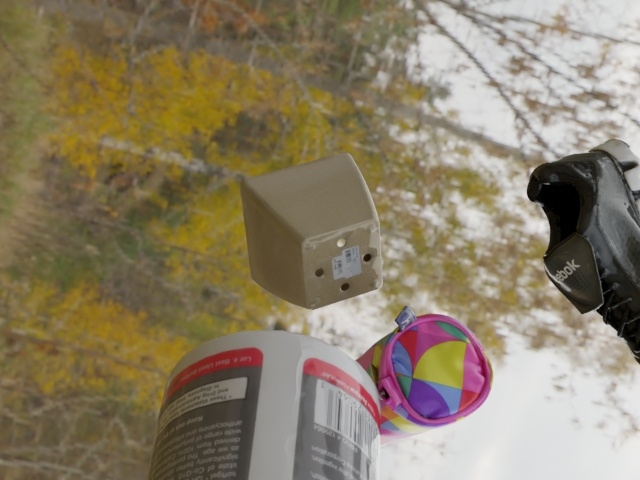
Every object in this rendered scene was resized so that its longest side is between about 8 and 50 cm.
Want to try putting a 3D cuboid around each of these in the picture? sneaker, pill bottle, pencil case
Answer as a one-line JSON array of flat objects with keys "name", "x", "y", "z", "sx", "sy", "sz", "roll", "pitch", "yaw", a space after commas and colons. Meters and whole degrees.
[{"name": "sneaker", "x": 0.218, "y": 0.031, "z": 0.823, "sx": 0.078, "sy": 0.106, "sz": 0.234, "roll": 122, "pitch": -44, "yaw": -53}, {"name": "pill bottle", "x": -0.047, "y": 0.233, "z": 0.785, "sx": 0.318, "sy": 0.176, "sz": 0.176, "roll": -85, "pitch": -166, "yaw": -47}, {"name": "pencil case", "x": 0.065, "y": 0.132, "z": 0.992, "sx": 0.236, "sy": 0.104, "sz": 0.104, "roll": 128, "pitch": -25, "yaw": -68}]

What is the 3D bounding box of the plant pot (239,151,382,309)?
[{"name": "plant pot", "x": 0.000, "y": 0.000, "z": 0.987, "sx": 0.096, "sy": 0.109, "sz": 0.109, "roll": -131, "pitch": -150, "yaw": -53}]
